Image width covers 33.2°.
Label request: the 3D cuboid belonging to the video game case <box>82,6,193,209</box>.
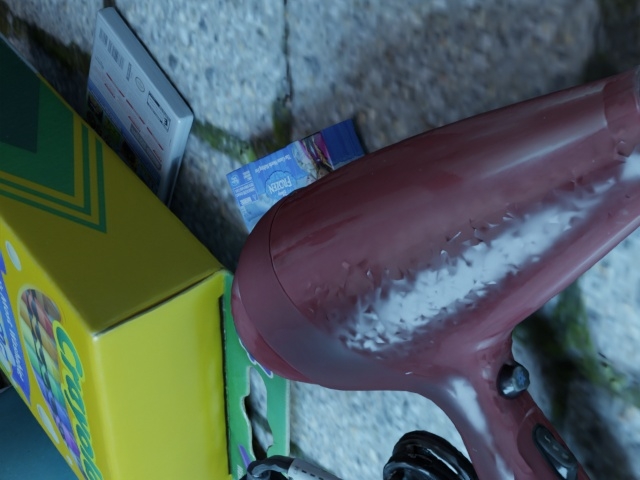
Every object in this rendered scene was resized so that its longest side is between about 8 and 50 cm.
[{"bbox_3d":[-0.109,-0.060,0.615,0.087,0.011,0.122,52,145,21],"label":"video game case"}]

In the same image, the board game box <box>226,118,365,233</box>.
[{"bbox_3d":[0.000,0.000,0.482,0.090,0.020,0.090,-17,96,58],"label":"board game box"}]

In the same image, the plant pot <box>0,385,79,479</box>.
[{"bbox_3d":[-0.255,0.262,0.806,0.272,0.255,0.271,34,136,41],"label":"plant pot"}]

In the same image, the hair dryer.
[{"bbox_3d":[0.067,0.059,0.393,0.224,0.080,0.293,22,132,18],"label":"hair dryer"}]

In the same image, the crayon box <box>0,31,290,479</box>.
[{"bbox_3d":[-0.145,0.038,0.646,0.323,0.083,0.203,42,146,34],"label":"crayon box"}]

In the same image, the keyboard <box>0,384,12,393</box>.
[{"bbox_3d":[-0.261,0.252,0.980,0.014,0.072,0.256,10,118,49],"label":"keyboard"}]
